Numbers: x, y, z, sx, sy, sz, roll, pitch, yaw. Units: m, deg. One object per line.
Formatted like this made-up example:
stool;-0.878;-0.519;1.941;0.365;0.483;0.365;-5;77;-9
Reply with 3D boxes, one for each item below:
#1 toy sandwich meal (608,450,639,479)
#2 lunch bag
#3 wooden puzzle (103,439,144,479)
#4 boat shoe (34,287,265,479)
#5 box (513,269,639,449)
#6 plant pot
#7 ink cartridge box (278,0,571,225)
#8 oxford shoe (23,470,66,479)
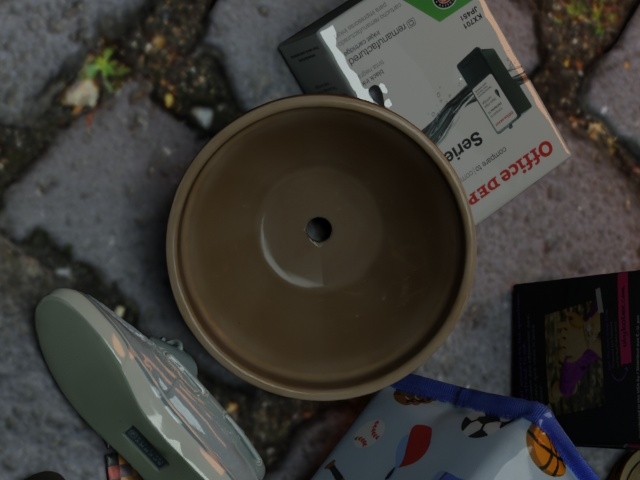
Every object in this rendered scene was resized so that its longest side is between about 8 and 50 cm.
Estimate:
toy sandwich meal;0.286;0.226;1.686;0.085;0.029;0.086;2;86;-35
lunch bag;0.131;0.351;1.503;0.328;0.239;0.385;-49;121;-20
wooden puzzle;-0.143;0.188;1.509;0.049;0.006;0.083;-6;88;-24
boat shoe;-0.129;0.120;1.490;0.227;0.079;0.081;51;43;-6
box;0.290;0.099;1.562;0.165;0.270;0.143;3;85;-23
plant pot;0.000;0.000;1.510;0.237;0.110;0.237;0;98;-1
ink cartridge box;0.089;-0.114;1.591;0.153;0.087;0.208;-36;101;-21
oxford shoe;-0.234;0.276;1.440;0.076;0.076;0.212;42;66;-47
